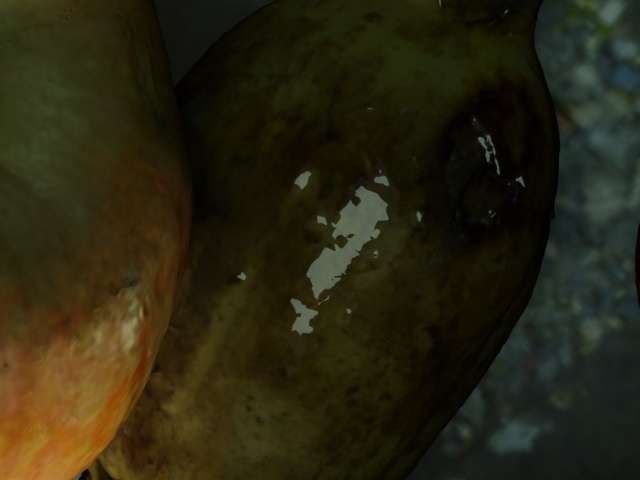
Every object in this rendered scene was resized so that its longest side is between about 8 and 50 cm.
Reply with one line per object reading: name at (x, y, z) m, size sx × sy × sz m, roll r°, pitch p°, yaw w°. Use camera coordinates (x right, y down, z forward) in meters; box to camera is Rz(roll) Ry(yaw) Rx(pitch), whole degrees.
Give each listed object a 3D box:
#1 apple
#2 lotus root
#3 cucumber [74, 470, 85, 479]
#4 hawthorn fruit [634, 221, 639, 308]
apple at (-0.201, -0.040, 0.476) m, size 0.302 × 0.301 × 0.301 m, roll 2°, pitch 98°, yaw 12°
lotus root at (0.000, 0.000, 0.577) m, size 0.145 × 0.128 × 0.260 m, roll 34°, pitch 102°, yaw 16°
cucumber at (-0.097, 0.092, 0.659) m, size 0.036 × 0.033 × 0.184 m, roll 3°, pitch 100°, yaw -6°
hawthorn fruit at (0.233, -0.019, 0.489) m, size 0.230 × 0.266 × 0.210 m, roll -47°, pitch 47°, yaw 37°
